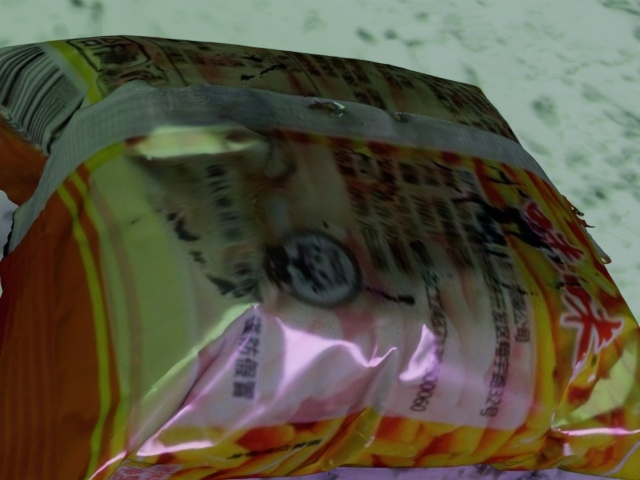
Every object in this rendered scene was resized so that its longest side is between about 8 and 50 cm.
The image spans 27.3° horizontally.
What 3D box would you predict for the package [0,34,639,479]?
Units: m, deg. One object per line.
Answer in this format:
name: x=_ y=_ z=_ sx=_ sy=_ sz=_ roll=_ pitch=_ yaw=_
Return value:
package: x=0.003 y=0.005 z=0.477 sx=0.288 sy=0.108 sz=0.223 roll=-2 pitch=46 yaw=-25
